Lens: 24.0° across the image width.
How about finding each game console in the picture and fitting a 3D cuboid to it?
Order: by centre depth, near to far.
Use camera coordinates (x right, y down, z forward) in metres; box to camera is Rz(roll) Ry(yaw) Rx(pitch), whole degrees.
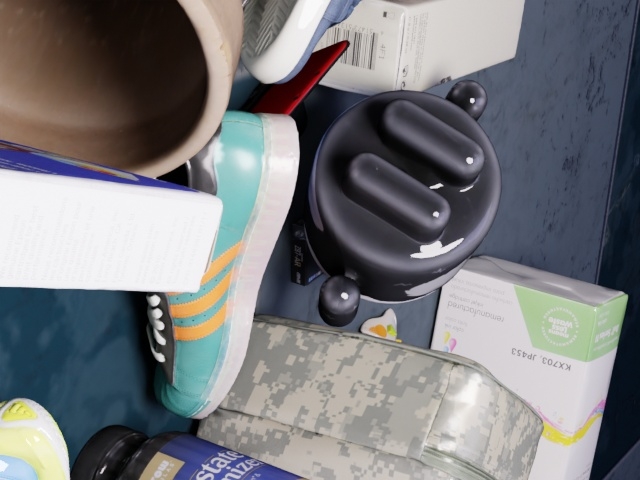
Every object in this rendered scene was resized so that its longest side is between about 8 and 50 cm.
[{"bbox_3d":[-0.031,-0.100,1.356,0.144,0.085,0.124,-52,145,-34],"label":"game console"}]

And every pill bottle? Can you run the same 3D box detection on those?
[{"bbox_3d":[-0.099,0.232,1.264,0.123,0.219,0.123,-38,136,-49],"label":"pill bottle"}]

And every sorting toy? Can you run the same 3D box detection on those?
[{"bbox_3d":[0.075,0.118,1.724,0.075,0.045,0.083,-67,159,-56],"label":"sorting toy"}]

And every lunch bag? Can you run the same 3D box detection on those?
[{"bbox_3d":[0.025,0.231,1.414,0.212,0.305,0.256,45,62,-56],"label":"lunch bag"}]

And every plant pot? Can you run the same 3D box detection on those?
[{"bbox_3d":[-0.155,-0.198,0.943,0.263,0.263,0.229,72,26,-47],"label":"plant pot"}]

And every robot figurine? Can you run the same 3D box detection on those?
[{"bbox_3d":[0.074,-0.035,1.391,0.278,0.209,0.174,108,-37,-76],"label":"robot figurine"}]

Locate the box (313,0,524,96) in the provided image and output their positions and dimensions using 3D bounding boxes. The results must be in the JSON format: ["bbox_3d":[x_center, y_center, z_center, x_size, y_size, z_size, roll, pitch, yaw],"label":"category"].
[{"bbox_3d":[0.098,-0.215,1.505,0.275,0.113,0.094,-24,125,-54],"label":"box"}]

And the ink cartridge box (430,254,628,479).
[{"bbox_3d":[0.237,0.216,1.880,0.119,0.207,0.353,-15,117,-60],"label":"ink cartridge box"}]

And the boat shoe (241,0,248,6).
[{"bbox_3d":[-0.040,-0.280,1.265,0.075,0.065,0.206,40,69,-60],"label":"boat shoe"}]

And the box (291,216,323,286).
[{"bbox_3d":[0.000,0.000,1.536,0.083,0.018,0.067,-34,133,-50],"label":"box"}]

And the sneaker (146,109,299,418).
[{"bbox_3d":[-0.115,0.020,1.267,0.121,0.108,0.302,6,121,-21],"label":"sneaker"}]

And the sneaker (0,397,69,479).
[{"bbox_3d":[-0.253,0.232,1.154,0.126,0.091,0.240,-26,129,-31],"label":"sneaker"}]

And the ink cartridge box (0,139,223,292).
[{"bbox_3d":[-0.255,-0.037,0.749,0.307,0.303,0.072,3,101,-61],"label":"ink cartridge box"}]

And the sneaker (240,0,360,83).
[{"bbox_3d":[0.057,-0.261,1.336,0.148,0.131,0.350,37,68,-26],"label":"sneaker"}]
